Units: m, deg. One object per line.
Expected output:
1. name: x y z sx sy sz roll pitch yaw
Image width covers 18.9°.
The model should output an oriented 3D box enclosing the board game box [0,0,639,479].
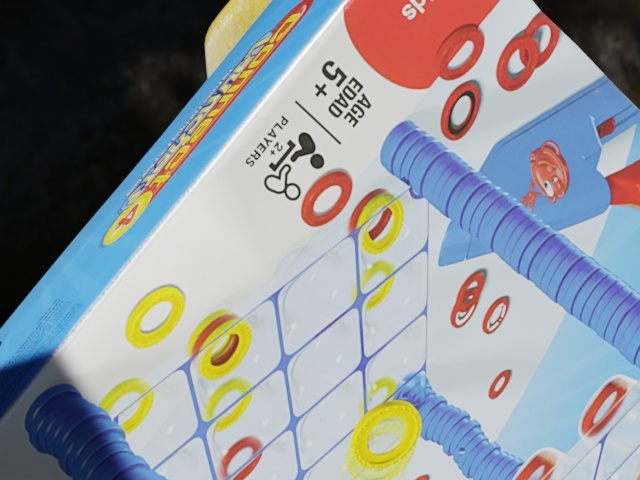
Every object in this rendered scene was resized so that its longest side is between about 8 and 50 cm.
1. board game box: 0.033 0.103 0.644 0.308 0.302 0.086 -52 17 -12

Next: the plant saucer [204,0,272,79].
1. plant saucer: 0.000 0.000 1.067 0.081 0.333 0.333 -5 94 6
